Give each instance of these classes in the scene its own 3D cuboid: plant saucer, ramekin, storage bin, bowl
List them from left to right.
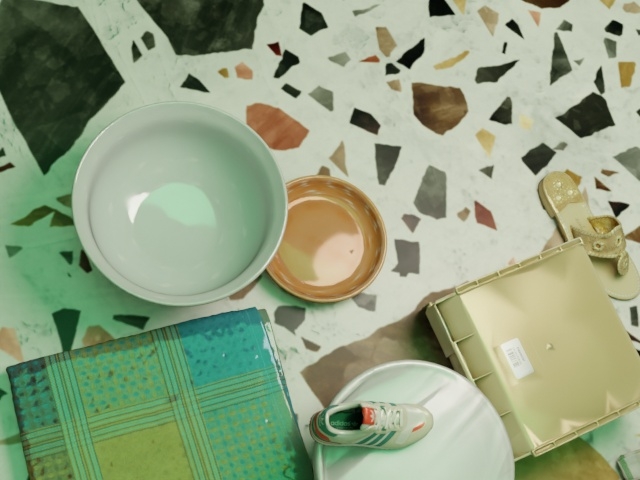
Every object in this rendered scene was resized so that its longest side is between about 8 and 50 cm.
[{"bbox_3d":[-0.200,-0.036,1.387,0.298,0.134,0.297,3,72,-10],"label":"bowl"},{"bbox_3d":[0.000,0.000,1.467,0.200,0.037,0.200,4,72,-11],"label":"plant saucer"},{"bbox_3d":[0.114,0.305,1.317,0.273,0.127,0.272,3,72,-10],"label":"ramekin"},{"bbox_3d":[0.315,0.167,1.433,0.260,0.123,0.262,-20,78,-16],"label":"storage bin"}]

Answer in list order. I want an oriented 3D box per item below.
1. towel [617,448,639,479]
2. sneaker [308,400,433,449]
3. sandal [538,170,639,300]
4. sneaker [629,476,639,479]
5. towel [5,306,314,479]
[{"bbox_3d":[0.527,0.344,1.425,0.152,0.023,0.113,-28,80,24],"label":"towel"},{"bbox_3d":[0.069,0.230,1.224,0.161,0.075,0.057,1,71,-10],"label":"sneaker"},{"bbox_3d":[0.434,-0.013,1.536,0.088,0.079,0.240,-31,81,-18],"label":"sandal"},{"bbox_3d":[0.497,0.368,1.337,0.122,0.283,0.110,24,60,-48],"label":"sneaker"},{"bbox_3d":[-0.218,0.256,1.344,0.370,0.040,0.271,-13,76,-14],"label":"towel"}]
